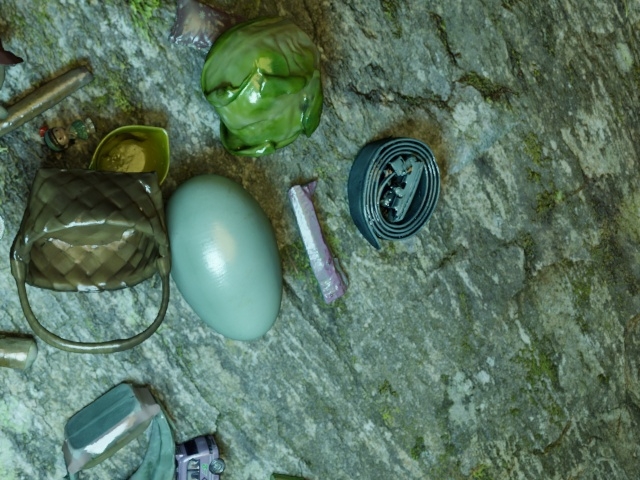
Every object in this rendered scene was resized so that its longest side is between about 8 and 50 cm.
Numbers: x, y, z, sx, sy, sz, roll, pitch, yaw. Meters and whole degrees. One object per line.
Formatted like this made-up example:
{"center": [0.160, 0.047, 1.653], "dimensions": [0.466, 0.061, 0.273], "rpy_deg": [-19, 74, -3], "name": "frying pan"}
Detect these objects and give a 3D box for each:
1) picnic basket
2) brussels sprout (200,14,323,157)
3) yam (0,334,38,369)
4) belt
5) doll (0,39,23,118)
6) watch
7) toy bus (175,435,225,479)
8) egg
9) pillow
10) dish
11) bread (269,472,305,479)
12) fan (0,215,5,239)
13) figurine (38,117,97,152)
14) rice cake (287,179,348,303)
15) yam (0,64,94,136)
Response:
{"center": [-0.424, 0.061, 1.505], "dimensions": [0.293, 0.337, 0.337], "rpy_deg": [0, 98, -20], "name": "picnic basket"}
{"center": [-0.115, -0.313, 1.643], "dimensions": [0.294, 0.227, 0.259], "rpy_deg": [-56, 143, -5], "name": "brussels sprout"}
{"center": [-0.732, 0.187, 1.565], "dimensions": [0.357, 0.081, 0.081], "rpy_deg": [16, 91, -22], "name": "yam"}
{"center": [0.167, -0.108, 1.848], "dimensions": [0.207, 0.116, 0.267], "rpy_deg": [12, 90, -27], "name": "belt"}
{"center": [-0.659, -0.292, 1.486], "dimensions": [0.196, 0.152, 0.255], "rpy_deg": [11, 82, -13], "name": "doll"}
{"center": [-0.412, 0.462, 1.693], "dimensions": [0.253, 0.162, 0.241], "rpy_deg": [-34, 115, -11], "name": "watch"}
{"center": [-0.271, 0.539, 1.784], "dimensions": [0.108, 0.096, 0.198], "rpy_deg": [-1, 101, -16], "name": "toy bus"}
{"center": [-0.197, 0.041, 1.669], "dimensions": [0.230, 0.230, 0.370], "rpy_deg": [-24, 111, -16], "name": "egg"}
{"center": [-0.225, -0.440, 1.690], "dimensions": [0.185, 0.043, 0.118], "rpy_deg": [16, 90, -22], "name": "pillow"}
{"center": [-0.397, -0.155, 1.645], "dimensions": [0.208, 0.080, 0.148], "rpy_deg": [-44, 114, -12], "name": "dish"}
{"center": [-0.086, 0.624, 1.876], "dimensions": [0.084, 0.074, 0.139], "rpy_deg": [15, 91, -19], "name": "bread"}
{"center": [-0.671, -0.049, 1.594], "dimensions": [0.085, 0.005, 0.133], "rpy_deg": [-5, 100, -20], "name": "fan"}
{"center": [-0.504, -0.216, 1.613], "dimensions": [0.106, 0.047, 0.060], "rpy_deg": [-26, 84, -19], "name": "figurine"}
{"center": [-0.002, 0.002, 1.834], "dimensions": [0.081, 0.051, 0.290], "rpy_deg": [-22, 105, -16], "name": "rice cake"}
{"center": [-0.564, -0.266, 1.583], "dimensions": [0.264, 0.046, 0.046], "rpy_deg": [-35, 108, -14], "name": "yam"}
